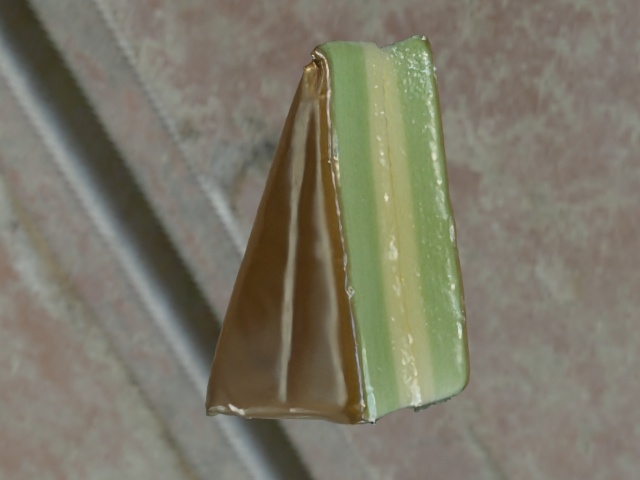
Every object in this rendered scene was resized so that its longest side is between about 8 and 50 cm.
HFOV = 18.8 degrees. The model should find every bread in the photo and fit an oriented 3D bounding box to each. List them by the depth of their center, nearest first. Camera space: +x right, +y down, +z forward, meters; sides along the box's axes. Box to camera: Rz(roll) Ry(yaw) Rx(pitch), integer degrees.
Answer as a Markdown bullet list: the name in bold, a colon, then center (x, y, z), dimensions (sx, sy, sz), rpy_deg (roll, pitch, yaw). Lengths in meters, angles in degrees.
- **bread**: center (0.000, -0.005, 0.730), dimensions (0.084, 0.074, 0.139), rpy_deg (0, 100, 43)
